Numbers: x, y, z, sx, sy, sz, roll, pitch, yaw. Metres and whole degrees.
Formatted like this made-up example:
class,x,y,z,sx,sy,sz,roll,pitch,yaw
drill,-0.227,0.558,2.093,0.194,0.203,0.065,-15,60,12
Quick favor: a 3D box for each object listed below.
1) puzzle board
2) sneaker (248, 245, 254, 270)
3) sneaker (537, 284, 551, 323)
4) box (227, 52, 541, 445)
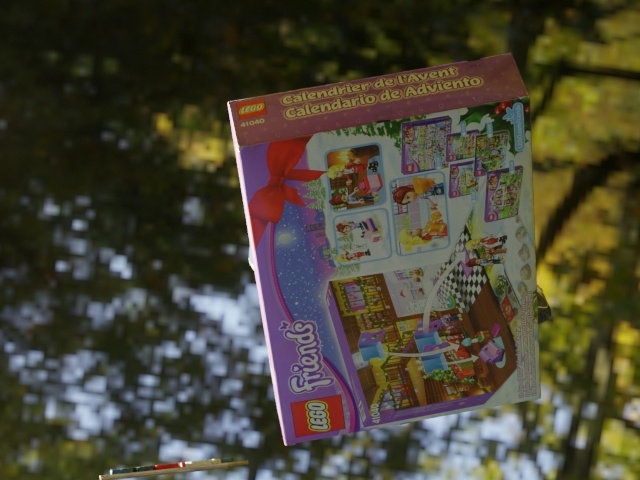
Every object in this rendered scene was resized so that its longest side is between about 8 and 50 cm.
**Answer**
class,x,y,z,sx,sy,sz,roll,pitch,yaw
puzzle board,-0.142,0.222,1.931,0.128,0.011,0.096,-6,175,8
sneaker,0.044,-0.093,2.355,0.315,0.182,0.127,-27,-143,-28
sneaker,0.110,0.096,1.629,0.178,0.077,0.072,-23,157,10
box,0.052,0.013,1.420,0.201,0.293,0.057,-10,-139,-4
